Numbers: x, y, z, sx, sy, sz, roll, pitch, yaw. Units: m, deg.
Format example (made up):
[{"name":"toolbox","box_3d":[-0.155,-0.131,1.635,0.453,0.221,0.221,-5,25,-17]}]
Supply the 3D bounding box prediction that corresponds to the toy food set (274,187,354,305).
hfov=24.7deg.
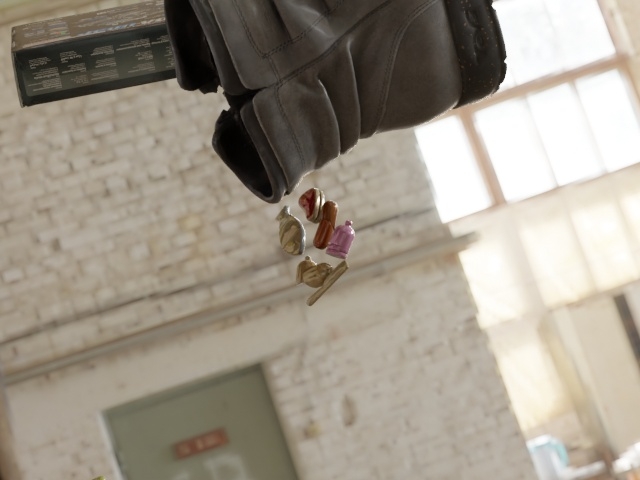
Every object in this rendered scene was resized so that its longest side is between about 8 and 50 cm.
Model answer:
[{"name":"toy food set","box_3d":[0.000,0.000,1.293,0.019,0.122,0.078,23,-56,-34]}]

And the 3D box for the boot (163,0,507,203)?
[{"name":"boot","box_3d":[-0.011,-0.212,1.003,0.222,0.338,0.118,-24,11,-22]}]

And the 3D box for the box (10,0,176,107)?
[{"name":"box","box_3d":[-0.163,-0.177,1.296,0.220,0.051,0.175,-12,18,-9]}]

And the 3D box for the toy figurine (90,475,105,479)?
[{"name":"toy figurine","box_3d":[-0.395,0.356,1.466,0.217,0.363,0.191,32,-35,-21]}]
